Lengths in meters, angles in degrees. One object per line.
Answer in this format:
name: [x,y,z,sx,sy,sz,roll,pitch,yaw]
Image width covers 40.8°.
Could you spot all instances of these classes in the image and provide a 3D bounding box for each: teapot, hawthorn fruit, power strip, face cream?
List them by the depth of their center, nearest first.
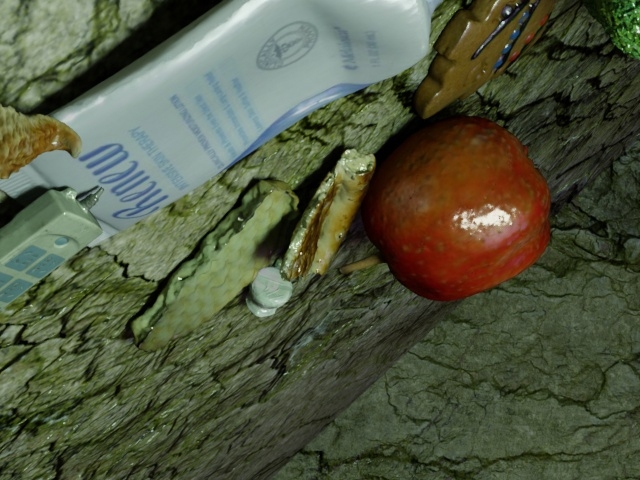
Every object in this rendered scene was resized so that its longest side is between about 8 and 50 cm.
power strip: [-0.270,0.028,0.723,0.227,0.029,0.080,-37,163,1]
face cream: [-0.073,-0.142,0.753,0.420,0.137,0.235,-33,163,-2]
teapot: [-0.075,0.070,1.262,0.064,0.064,0.083,123,-10,-54]
hawthorn fruit: [0.174,-0.032,1.284,0.330,0.287,0.287,-30,162,3]

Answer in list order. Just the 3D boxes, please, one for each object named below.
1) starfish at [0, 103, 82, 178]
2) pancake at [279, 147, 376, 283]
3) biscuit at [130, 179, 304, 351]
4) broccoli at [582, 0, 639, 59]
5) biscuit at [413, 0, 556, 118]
starfish: [-0.259,-0.042,0.481,0.375,0.094,0.327,-58,154,-5]
pancake: [0.000,0.000,1.171,0.244,0.057,0.266,-58,171,-53]
biscuit: [-0.122,0.034,1.104,0.273,0.036,0.187,-48,162,6]
broccoli: [0.470,-0.381,1.077,0.310,0.321,0.413,-15,125,13]
biscuit: [0.259,-0.294,1.214,0.301,0.043,0.278,-23,152,-49]
